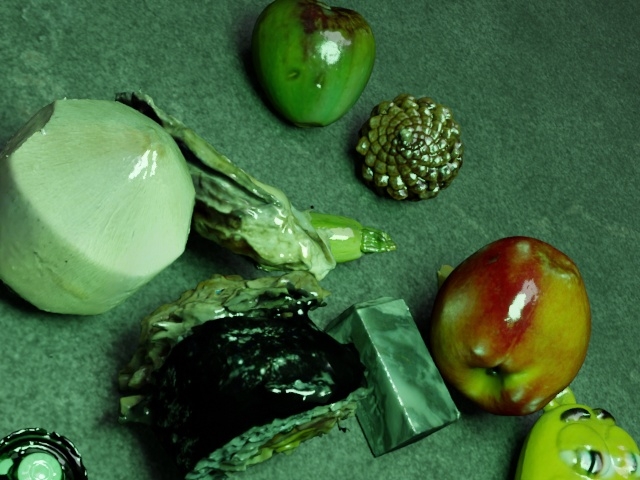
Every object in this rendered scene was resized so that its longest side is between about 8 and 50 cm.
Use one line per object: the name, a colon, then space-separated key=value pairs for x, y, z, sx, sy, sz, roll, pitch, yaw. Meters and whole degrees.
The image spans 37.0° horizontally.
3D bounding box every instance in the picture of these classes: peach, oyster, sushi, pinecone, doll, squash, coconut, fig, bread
peach: x=0.244 y=0.099 z=1.225 sx=0.199 sy=0.243 sz=0.243 roll=11 pitch=40 yaw=22
oyster: x=-0.126 y=-0.062 z=1.122 sx=0.275 sy=0.100 sz=0.271 roll=33 pitch=5 yaw=-26
sushi: x=-0.082 y=0.123 z=1.001 sx=0.238 sy=0.225 sz=0.219 roll=6 pitch=51 yaw=-42
pinecone: x=0.132 y=-0.134 z=1.400 sx=0.173 sy=0.173 sz=0.174 roll=20 pitch=51 yaw=-26
doll: x=0.326 y=0.415 z=1.169 sx=0.348 sy=0.161 sz=0.423 roll=-30 pitch=81 yaw=-34
squash: x=-0.002 y=0.002 z=1.254 sx=0.200 sy=0.075 sz=0.090 roll=6 pitch=36 yaw=-10
coconut: x=-0.235 y=-0.045 z=0.990 sx=0.224 sy=0.234 sz=0.224 roll=20 pitch=46 yaw=-22
fig: x=-0.008 y=-0.254 z=1.363 sx=0.181 sy=0.181 sz=0.191 roll=13 pitch=81 yaw=-31
bread: x=0.198 y=0.076 z=1.379 sx=0.049 sy=0.103 sz=0.062 roll=15 pitch=96 yaw=-17

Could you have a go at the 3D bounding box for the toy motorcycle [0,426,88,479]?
toy motorcycle: x=-0.190 y=0.320 z=0.864 sx=0.331 sy=0.125 sz=0.196 roll=38 pitch=47 yaw=-6

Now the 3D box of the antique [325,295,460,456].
antique: x=0.083 y=0.164 z=1.196 sx=0.086 sy=0.088 sz=0.183 roll=-10 pitch=67 yaw=-41
